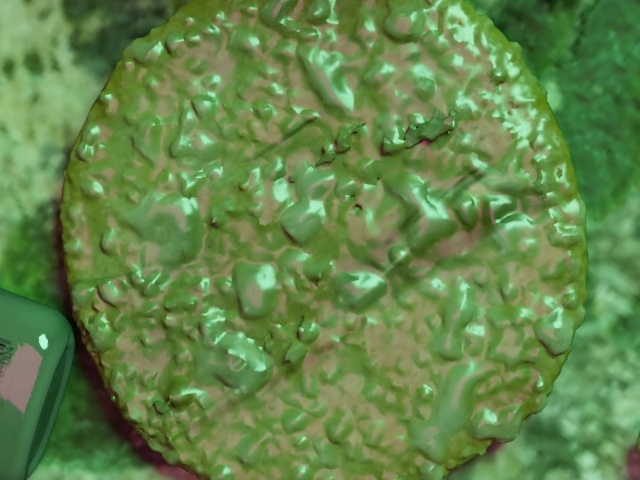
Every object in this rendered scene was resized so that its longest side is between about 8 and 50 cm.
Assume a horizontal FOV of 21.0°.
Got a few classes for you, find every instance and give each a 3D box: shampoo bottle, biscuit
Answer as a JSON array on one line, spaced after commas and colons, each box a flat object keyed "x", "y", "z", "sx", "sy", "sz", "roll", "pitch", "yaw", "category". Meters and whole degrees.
[{"x": -0.185, "y": 0.041, "z": 0.703, "sx": 0.165, "sy": 0.040, "sz": 0.080, "roll": 20, "pitch": 100, "yaw": 8, "category": "shampoo bottle"}, {"x": 0.000, "y": 0.000, "z": 0.676, "sx": 0.220, "sy": 0.033, "sz": 0.220, "roll": 1, "pitch": 95, "yaw": 9, "category": "biscuit"}]

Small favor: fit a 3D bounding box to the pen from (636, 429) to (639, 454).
[{"x": 0.211, "y": 0.147, "z": 0.652, "sx": 0.233, "sy": 0.032, "sz": 0.040, "roll": 44, "pitch": 75, "yaw": 3, "category": "pen"}]
